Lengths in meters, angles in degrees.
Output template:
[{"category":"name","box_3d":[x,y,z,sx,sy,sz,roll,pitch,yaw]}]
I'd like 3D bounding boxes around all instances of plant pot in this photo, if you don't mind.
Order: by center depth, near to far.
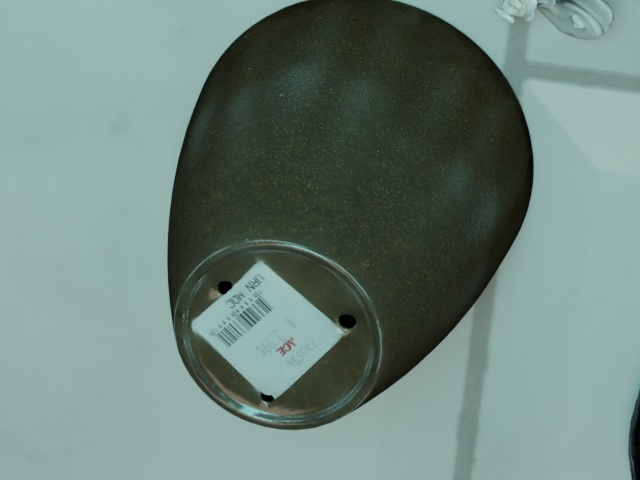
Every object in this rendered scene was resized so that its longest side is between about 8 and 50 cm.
[{"category":"plant pot","box_3d":[0.000,0.000,0.881,0.215,0.230,0.215,5,116,11]}]

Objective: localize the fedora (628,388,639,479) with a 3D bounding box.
[{"category":"fedora","box_3d":[0.345,0.146,0.916,0.334,0.152,0.334,5,116,10]}]

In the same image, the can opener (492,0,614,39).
[{"category":"can opener","box_3d":[0.067,-0.215,0.866,0.280,0.074,0.093,40,82,-9]}]
